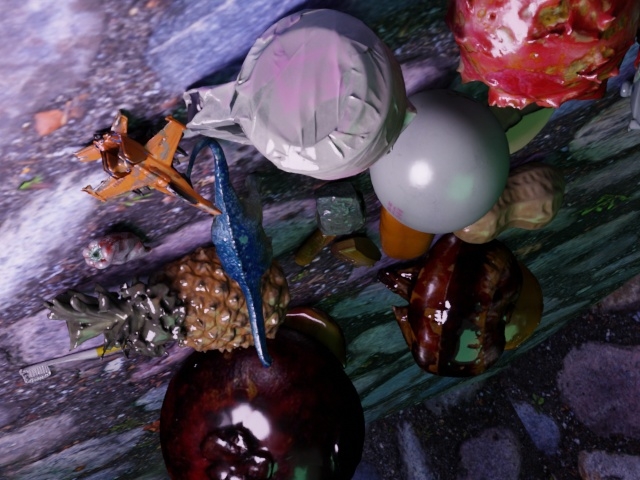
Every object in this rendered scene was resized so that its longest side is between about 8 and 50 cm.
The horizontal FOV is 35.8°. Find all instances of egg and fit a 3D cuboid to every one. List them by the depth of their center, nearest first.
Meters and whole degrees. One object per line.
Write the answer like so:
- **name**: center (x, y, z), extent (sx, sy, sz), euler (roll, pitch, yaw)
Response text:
- **egg**: center (0.156, -0.099, 1.313), extent (0.183, 0.183, 0.264), euler (-27, 168, -2)

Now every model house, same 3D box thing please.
- **model house**: center (0.029, -0.056, 1.461), extent (0.079, 0.066, 0.083), euler (-15, 142, -4)

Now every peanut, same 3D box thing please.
- **peanut**: center (0.333, -0.060, 1.742), extent (0.274, 0.125, 0.111), euler (-20, 141, -29)

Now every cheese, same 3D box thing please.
- **cheese**: center (0.285, -0.155, 1.549), extent (0.127, 0.050, 0.255), euler (-23, 161, -14)

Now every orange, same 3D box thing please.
- **orange**: center (0.368, 0.141, 2.169), extent (0.240, 0.240, 0.240), euler (-25, 161, -9)

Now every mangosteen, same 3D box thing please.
- **mangosteen**: center (-0.084, 0.323, 1.822), extent (0.421, 0.381, 0.381), euler (-28, 167, -47)

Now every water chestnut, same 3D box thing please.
- **water chestnut**: center (0.247, 0.115, 1.944), extent (0.300, 0.300, 0.300), euler (-25, 161, -9)

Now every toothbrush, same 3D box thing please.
- **toothbrush**: center (-0.338, 0.174, 1.586), extent (0.288, 0.024, 0.021), euler (-16, 156, -31)

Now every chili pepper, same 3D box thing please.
- **chili pepper**: center (-0.257, 0.010, 1.247), extent (0.050, 0.041, 0.153), euler (-12, -178, 16)

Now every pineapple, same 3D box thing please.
- **pineapple**: center (-0.215, 0.096, 1.364), extent (0.340, 0.169, 0.169), euler (-10, 154, -37)

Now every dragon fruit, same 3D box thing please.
- **dragon fruit**: center (0.231, -0.251, 1.005), extent (0.205, 0.210, 0.268), euler (0, 165, 3)

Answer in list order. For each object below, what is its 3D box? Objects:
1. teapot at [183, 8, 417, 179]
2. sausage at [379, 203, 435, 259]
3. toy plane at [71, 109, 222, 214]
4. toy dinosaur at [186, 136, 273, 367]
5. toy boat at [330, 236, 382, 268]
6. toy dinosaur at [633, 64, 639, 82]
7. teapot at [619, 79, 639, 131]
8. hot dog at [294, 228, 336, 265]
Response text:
- **teapot**: center (-0.008, -0.127, 1.048), extent (0.221, 0.163, 0.178), euler (-32, 165, 14)
- **sausage**: center (0.145, -0.030, 1.624), extent (0.098, 0.098, 0.238), euler (-26, 159, -6)
- **toy plane**: center (-0.176, -0.075, 1.082), extent (0.135, 0.062, 0.188), euler (-38, 146, 20)
- **toy dinosaur**: center (-0.103, -0.004, 1.274), extent (0.076, 0.147, 0.363), euler (-9, 128, 3)
- **toy boat**: center (0.064, 0.021, 1.714), extent (0.049, 0.047, 0.149), euler (-20, 162, 21)
- **toy dinosaur**: center (0.477, -0.348, 1.249), extent (0.205, 0.092, 0.393), euler (-18, 161, -26)
- **teapot**: center (0.559, -0.238, 1.605), extent (0.159, 0.159, 0.232), euler (-27, 149, -4)
- **hot dog**: center (0.000, 0.000, 1.600), extent (0.044, 0.028, 0.137), euler (1, 148, -43)
